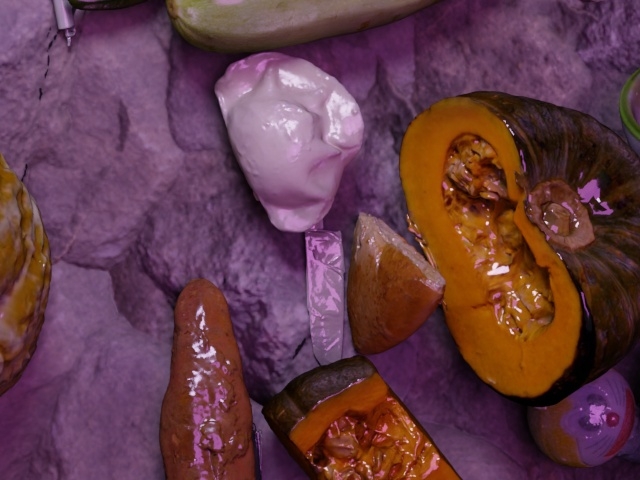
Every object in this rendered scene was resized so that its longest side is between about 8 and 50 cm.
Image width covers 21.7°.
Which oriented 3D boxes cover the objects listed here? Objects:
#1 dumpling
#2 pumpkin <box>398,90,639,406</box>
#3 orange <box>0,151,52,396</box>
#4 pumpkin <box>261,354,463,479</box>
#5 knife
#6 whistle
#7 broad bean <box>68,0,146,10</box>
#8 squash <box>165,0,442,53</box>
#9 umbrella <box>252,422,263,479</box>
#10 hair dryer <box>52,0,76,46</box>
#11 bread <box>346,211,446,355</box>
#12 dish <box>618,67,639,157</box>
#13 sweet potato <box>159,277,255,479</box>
[{"bbox_3d":[-0.021,-0.103,1.680,0.134,0.100,0.169,-22,66,0],"label":"dumpling"},{"bbox_3d":[0.229,0.001,1.735,0.232,0.242,0.325,-12,82,-45],"label":"pumpkin"},{"bbox_3d":[-0.392,-0.005,1.504,0.271,0.210,0.369,-37,97,-14],"label":"orange"},{"bbox_3d":[0.048,0.214,1.697,0.131,0.126,0.248,-38,117,-11],"label":"pumpkin"},{"bbox_3d":[0.001,0.000,1.737,0.047,0.017,0.298,-4,89,-23],"label":"knife"},{"bbox_3d":[0.311,0.195,1.792,0.223,0.123,0.123,22,81,-32],"label":"whistle"},{"bbox_3d":[-0.168,-0.274,1.673,0.195,0.046,0.061,-42,105,-21],"label":"broad bean"},{"bbox_3d":[0.014,-0.265,1.704,0.370,0.118,0.118,-14,92,-26],"label":"squash"},{"bbox_3d":[-0.077,0.249,1.692,0.036,0.031,0.133,0,87,-18],"label":"umbrella"},{"bbox_3d":[-0.264,-0.252,1.650,0.063,0.038,0.124,-12,99,-18],"label":"hair dryer"},{"bbox_3d":[0.061,0.061,1.719,0.054,0.154,0.136,1,121,-29],"label":"bread"},{"bbox_3d":[0.481,-0.094,1.788,0.324,0.324,0.124,-16,124,-19],"label":"dish"},{"bbox_3d":[-0.111,0.214,1.642,0.106,0.095,0.355,7,79,6],"label":"sweet potato"}]
